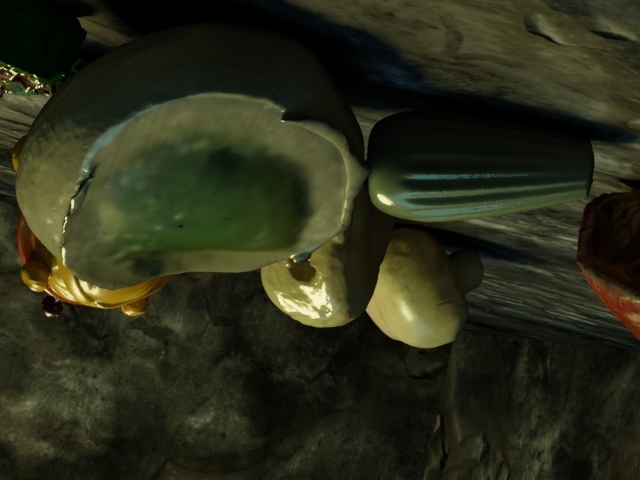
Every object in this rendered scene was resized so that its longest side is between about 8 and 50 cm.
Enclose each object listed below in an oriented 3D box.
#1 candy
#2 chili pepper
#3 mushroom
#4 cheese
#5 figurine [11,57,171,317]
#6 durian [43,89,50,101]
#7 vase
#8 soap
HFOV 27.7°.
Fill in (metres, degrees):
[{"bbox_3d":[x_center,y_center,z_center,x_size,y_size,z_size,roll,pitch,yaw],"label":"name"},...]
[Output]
[{"bbox_3d":[-0.135,-0.098,1.421,0.386,0.186,0.427,-2,156,-17],"label":"candy"},{"bbox_3d":[0.465,0.034,1.622,0.305,0.229,0.251,38,-174,-46],"label":"chili pepper"},{"bbox_3d":[0.200,0.075,2.441,0.260,0.234,0.254,52,160,32],"label":"mushroom"},{"bbox_3d":[-0.002,0.000,1.978,0.173,0.248,0.251,10,166,17],"label":"cheese"},{"bbox_3d":[-0.274,-0.051,1.677,0.320,0.323,0.196,20,170,-39],"label":"figurine"},{"bbox_3d":[-0.353,-0.184,1.827,0.091,0.080,0.080,34,165,-22],"label":"durian"},{"bbox_3d":[0.179,-0.082,1.447,0.248,0.128,0.128,2,171,13],"label":"vase"},{"bbox_3d":[-0.402,-0.235,1.377,0.218,0.098,0.273,6,171,45],"label":"soap"}]
